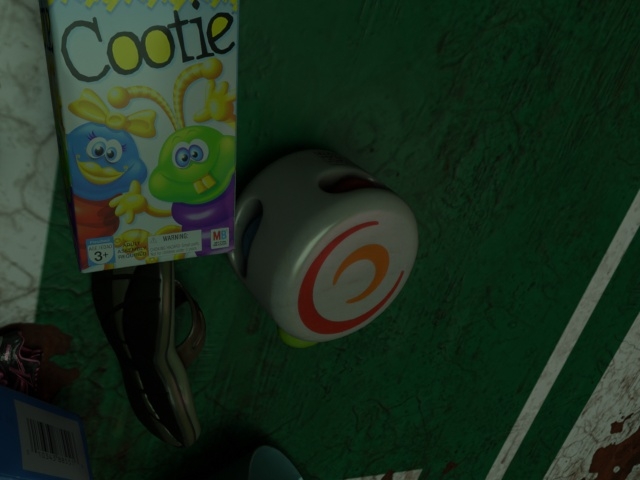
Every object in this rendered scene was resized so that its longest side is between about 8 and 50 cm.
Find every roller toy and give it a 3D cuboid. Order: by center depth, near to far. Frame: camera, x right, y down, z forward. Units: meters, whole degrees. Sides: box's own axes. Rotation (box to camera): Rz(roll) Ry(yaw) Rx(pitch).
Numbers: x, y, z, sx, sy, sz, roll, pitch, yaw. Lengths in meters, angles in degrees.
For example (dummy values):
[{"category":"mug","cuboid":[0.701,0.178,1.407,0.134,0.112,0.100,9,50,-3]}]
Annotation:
[{"category":"roller toy","cuboid":[0.000,0.000,0.724,0.209,0.146,0.191,-40,138,-8]}]

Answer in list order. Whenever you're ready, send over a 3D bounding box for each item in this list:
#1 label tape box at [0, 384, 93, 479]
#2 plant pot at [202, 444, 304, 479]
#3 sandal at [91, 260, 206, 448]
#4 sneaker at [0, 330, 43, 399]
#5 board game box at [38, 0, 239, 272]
[{"category":"label tape box","cuboid":[-0.438,0.260,0.624,0.334,0.106,0.240,-27,148,2]},{"category":"plant pot","cuboid":[-0.124,0.463,0.865,0.235,0.293,0.293,-27,129,7]},{"category":"sandal","cuboid":[-0.180,0.107,0.733,0.086,0.120,0.303,-36,137,-40]},{"category":"sneaker","cuboid":[-0.328,0.147,0.710,0.057,0.047,0.119,-30,130,-24]},{"category":"board game box","cuboid":[-0.159,-0.132,0.560,0.142,0.144,0.275,-8,121,-23]}]
